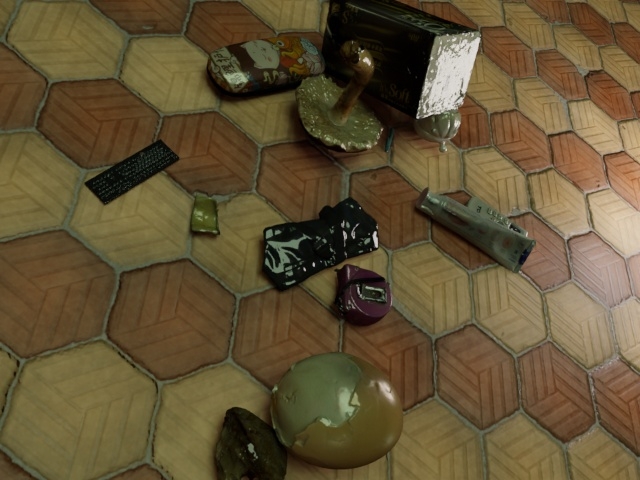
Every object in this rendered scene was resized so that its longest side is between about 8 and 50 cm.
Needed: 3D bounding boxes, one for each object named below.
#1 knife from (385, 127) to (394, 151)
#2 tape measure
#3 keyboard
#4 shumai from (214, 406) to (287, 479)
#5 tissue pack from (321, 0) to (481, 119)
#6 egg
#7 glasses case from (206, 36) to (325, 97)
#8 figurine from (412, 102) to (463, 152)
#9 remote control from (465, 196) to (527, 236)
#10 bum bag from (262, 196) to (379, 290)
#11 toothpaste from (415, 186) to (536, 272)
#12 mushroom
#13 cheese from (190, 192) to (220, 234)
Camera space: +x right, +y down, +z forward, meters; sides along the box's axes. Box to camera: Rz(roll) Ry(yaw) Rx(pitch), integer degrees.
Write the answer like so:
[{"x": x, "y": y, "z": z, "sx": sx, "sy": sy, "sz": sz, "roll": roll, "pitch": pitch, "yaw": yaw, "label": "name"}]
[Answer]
[{"x": 0.181, "y": -0.264, "z": 1.599, "sx": 0.014, "sy": 0.005, "sz": 0.091, "roll": 26, "pitch": 54, "yaw": -14, "label": "knife"}, {"x": 0.088, "y": 0.118, "z": 1.288, "sx": 0.125, "sy": 0.074, "sz": 0.118, "roll": 11, "pitch": 59, "yaw": -20, "label": "tape measure"}, {"x": -0.376, "y": -0.142, "z": 1.235, "sx": 0.063, "sy": 0.010, "sz": 0.198, "roll": 45, "pitch": 52, "yaw": 4, "label": "keyboard"}, {"x": -0.127, "y": 0.353, "z": 1.046, "sx": 0.123, "sy": 0.105, "sz": 0.139, "roll": 20, "pitch": 52, "yaw": -73, "label": "shumai"}, {"x": 0.191, "y": -0.462, "z": 1.501, "sx": 0.198, "sy": 0.210, "sz": 0.370, "roll": -15, "pitch": 39, "yaw": -39, "label": "tissue pack"}, {"x": 0.038, "y": 0.303, "z": 1.080, "sx": 0.244, "sy": 0.201, "sz": 0.201, "roll": 26, "pitch": 53, "yaw": -27, "label": "egg"}, {"x": -0.126, "y": -0.425, "z": 1.482, "sx": 0.320, "sy": 0.082, "sz": 0.122, "roll": -22, "pitch": 77, "yaw": -35, "label": "glasses case"}, {"x": 0.288, "y": -0.361, "z": 1.641, "sx": 0.181, "sy": 0.144, "sz": 0.257, "roll": 10, "pitch": 54, "yaw": -47, "label": "figurine"}, {"x": 0.459, "y": -0.040, "z": 1.602, "sx": 0.190, "sy": 0.029, "sz": 0.088, "roll": 33, "pitch": 52, "yaw": -7, "label": "remote control"}, {"x": 0.000, "y": 0.000, "z": 1.313, "sx": 0.309, "sy": 0.074, "sz": 0.137, "roll": -22, "pitch": 85, "yaw": -34, "label": "bum bag"}, {"x": 0.391, "y": -0.031, "z": 1.536, "sx": 0.323, "sy": 0.066, "sz": 0.100, "roll": 29, "pitch": 96, "yaw": -9, "label": "toothpaste"}, {"x": 0.078, "y": -0.310, "z": 1.405, "sx": 0.232, "sy": 0.301, "sz": 0.208, "roll": -3, "pitch": 91, "yaw": -28, "label": "mushroom"}, {"x": -0.232, "y": -0.051, "z": 1.239, "sx": 0.060, "sy": 0.041, "sz": 0.084, "roll": 5, "pitch": 76, "yaw": -17, "label": "cheese"}]
